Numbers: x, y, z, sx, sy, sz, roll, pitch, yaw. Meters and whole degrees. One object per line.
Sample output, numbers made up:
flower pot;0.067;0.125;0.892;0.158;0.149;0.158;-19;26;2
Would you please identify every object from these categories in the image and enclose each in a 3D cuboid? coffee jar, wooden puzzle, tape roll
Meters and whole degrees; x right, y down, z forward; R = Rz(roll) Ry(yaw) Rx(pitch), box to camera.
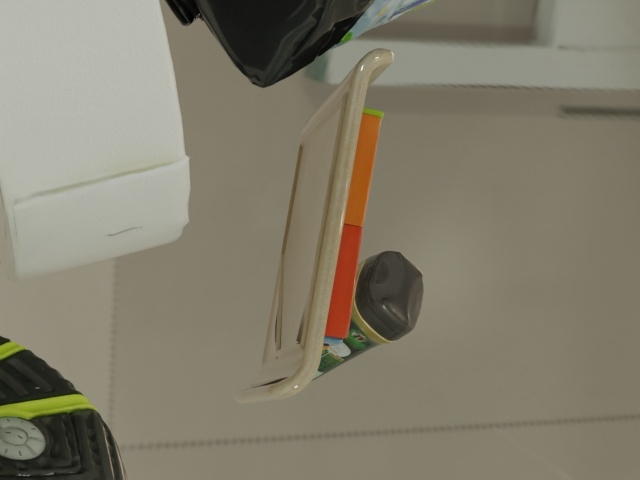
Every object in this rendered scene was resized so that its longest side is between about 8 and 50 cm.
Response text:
coffee jar;0.028;0.083;1.903;0.079;0.184;0.096;42;42;-23
wooden puzzle;0.000;0.000;1.215;0.044;0.221;0.239;16;81;-8
tape roll;-0.161;-0.122;0.980;0.100;0.286;0.286;-15;107;-15

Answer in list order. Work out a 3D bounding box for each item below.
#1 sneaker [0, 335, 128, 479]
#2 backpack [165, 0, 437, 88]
sneaker;-0.282;0.122;0.912;0.384;0.145;0.147;8;119;11
backpack;0.049;-0.292;1.191;0.355;0.273;0.290;-16;72;-53
